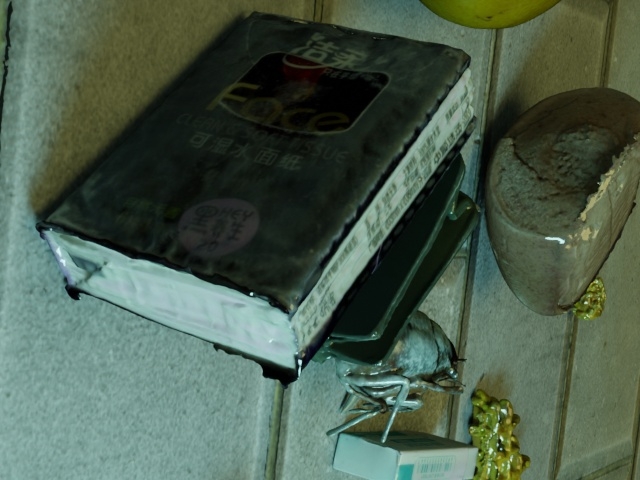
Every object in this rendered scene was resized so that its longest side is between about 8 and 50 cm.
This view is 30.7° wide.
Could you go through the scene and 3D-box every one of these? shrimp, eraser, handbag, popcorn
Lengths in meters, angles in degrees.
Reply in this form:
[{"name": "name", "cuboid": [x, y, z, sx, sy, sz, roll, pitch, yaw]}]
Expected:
[{"name": "shrimp", "cuboid": [0.047, 0.123, 1.334, 0.410, 0.166, 0.221, 39, 38, -58]}, {"name": "eraser", "cuboid": [0.115, 0.283, 1.517, 0.225, 0.096, 0.052, 13, 87, -56]}, {"name": "handbag", "cuboid": [0.001, 0.001, 1.145, 0.260, 0.248, 0.079, -57, 146, -34]}, {"name": "popcorn", "cuboid": [0.465, 0.098, 2.033, 0.083, 0.057, 0.082, 23, 77, -53]}]

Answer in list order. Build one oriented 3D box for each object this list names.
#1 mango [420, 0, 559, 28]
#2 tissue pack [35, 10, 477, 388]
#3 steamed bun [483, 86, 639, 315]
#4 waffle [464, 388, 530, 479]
[{"name": "mango", "cuboid": [0.228, -0.407, 1.415, 0.446, 0.232, 0.300, -15, 106, -61]}, {"name": "tissue pack", "cuboid": [-0.042, -0.062, 1.062, 0.361, 0.259, 0.122, -52, 148, -35]}, {"name": "steamed bun", "cuboid": [0.339, -0.067, 1.697, 0.301, 0.199, 0.251, -52, 155, -24]}, {"name": "waffle", "cuboid": [0.243, 0.394, 1.762, 0.293, 0.069, 0.259, -57, 138, -30]}]
